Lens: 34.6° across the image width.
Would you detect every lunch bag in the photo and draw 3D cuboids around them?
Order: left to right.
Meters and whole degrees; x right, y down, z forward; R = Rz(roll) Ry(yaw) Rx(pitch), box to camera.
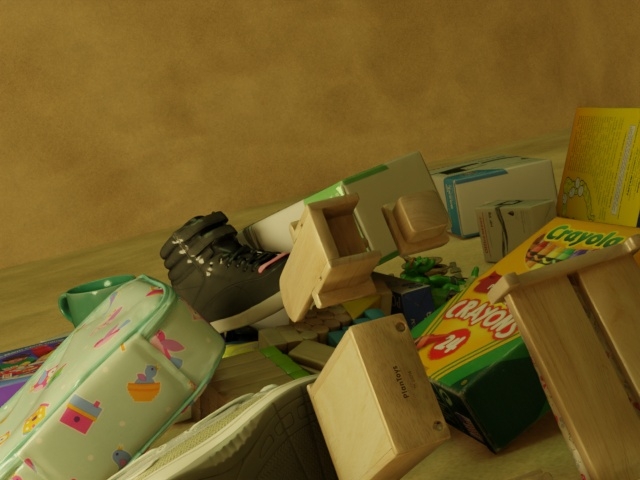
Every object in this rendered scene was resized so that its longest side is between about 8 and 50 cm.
[{"bbox_3d":[-0.238,0.162,1.056,0.279,0.108,0.224,-45,19,-10],"label":"lunch bag"}]

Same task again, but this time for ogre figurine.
[{"bbox_3d":[0.171,0.078,1.492,0.118,0.097,0.197,7,26,4],"label":"ogre figurine"}]

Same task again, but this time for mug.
[{"bbox_3d":[-0.396,0.125,1.880,0.129,0.097,0.158,-17,9,-27],"label":"mug"}]

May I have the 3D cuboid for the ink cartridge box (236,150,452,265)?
[{"bbox_3d":[0.000,0.000,1.415,0.289,0.121,0.211,-24,1,37],"label":"ink cartridge box"}]

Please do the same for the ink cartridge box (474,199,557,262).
[{"bbox_3d":[0.336,-0.015,1.808,0.060,0.104,0.180,-18,10,-31],"label":"ink cartridge box"}]

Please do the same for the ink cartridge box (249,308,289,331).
[{"bbox_3d":[-0.111,0.080,1.657,0.082,0.139,0.190,-15,9,-17],"label":"ink cartridge box"}]

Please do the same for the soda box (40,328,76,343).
[{"bbox_3d":[-0.333,0.163,1.653,0.216,0.069,0.074,-17,10,-38],"label":"soda box"}]

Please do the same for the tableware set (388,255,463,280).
[{"bbox_3d":[0.182,0.051,1.795,0.128,0.039,0.194,-11,9,4],"label":"tableware set"}]

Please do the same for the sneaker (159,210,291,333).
[{"bbox_3d":[-0.104,0.027,1.266,0.104,0.147,0.296,-25,3,-43],"label":"sneaker"}]

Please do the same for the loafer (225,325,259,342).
[{"bbox_3d":[-0.104,0.155,1.485,0.061,0.062,0.170,9,8,-13],"label":"loafer"}]

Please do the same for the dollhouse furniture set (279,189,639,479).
[{"bbox_3d":[0.178,0.091,0.893,0.355,0.303,0.174,-14,-21,-19],"label":"dollhouse furniture set"}]

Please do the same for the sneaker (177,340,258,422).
[{"bbox_3d":[-0.155,0.179,1.317,0.240,0.091,0.126,-5,-2,-8],"label":"sneaker"}]

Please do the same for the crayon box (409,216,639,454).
[{"bbox_3d":[0.240,0.072,1.085,0.318,0.081,0.202,-36,14,-13],"label":"crayon box"}]

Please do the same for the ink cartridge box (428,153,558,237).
[{"bbox_3d":[0.359,-0.104,2.260,0.223,0.129,0.307,-13,9,-8],"label":"ink cartridge box"}]

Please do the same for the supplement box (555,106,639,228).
[{"bbox_3d":[0.531,-0.096,1.600,0.194,0.195,0.356,10,6,-8],"label":"supplement box"}]

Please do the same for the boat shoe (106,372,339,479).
[{"bbox_3d":[-0.085,0.205,0.927,0.103,0.118,0.320,4,24,46],"label":"boat shoe"}]

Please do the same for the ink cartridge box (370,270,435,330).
[{"bbox_3d":[0.095,0.100,1.401,0.046,0.097,0.207,-14,10,-19],"label":"ink cartridge box"}]

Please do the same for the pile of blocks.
[{"bbox_3d":[-0.003,0.159,1.179,0.149,0.112,0.362,16,26,29],"label":"pile of blocks"}]

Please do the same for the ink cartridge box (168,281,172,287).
[{"bbox_3d":[-0.188,0.101,1.844,0.175,0.072,0.127,-11,9,4],"label":"ink cartridge box"}]

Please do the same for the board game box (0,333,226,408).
[{"bbox_3d":[-0.316,0.185,1.459,0.347,0.078,0.233,-14,9,-13],"label":"board game box"}]
